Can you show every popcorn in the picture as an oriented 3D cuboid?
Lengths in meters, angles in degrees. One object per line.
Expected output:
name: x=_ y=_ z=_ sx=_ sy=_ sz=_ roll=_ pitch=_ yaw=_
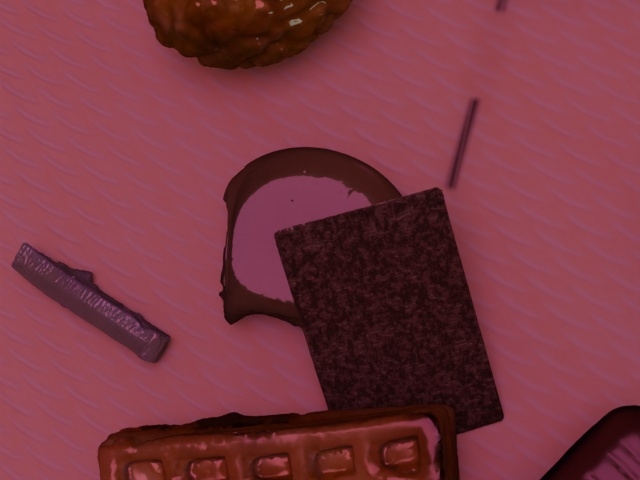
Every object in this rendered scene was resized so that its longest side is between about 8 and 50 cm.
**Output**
popcorn: x=-0.072 y=-0.270 z=1.428 sx=0.226 sy=0.203 sz=0.200 roll=6 pitch=69 yaw=30

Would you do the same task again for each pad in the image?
pad: x=0.065 y=0.080 z=1.371 sx=0.158 sy=0.003 sz=0.235 roll=-15 pitch=105 yaw=8

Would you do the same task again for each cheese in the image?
cheese: x=0.000 y=0.000 z=1.413 sx=0.202 sy=0.091 sz=0.175 roll=6 pitch=82 yaw=12

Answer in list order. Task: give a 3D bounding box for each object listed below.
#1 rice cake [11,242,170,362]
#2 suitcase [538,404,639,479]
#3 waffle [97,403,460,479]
rice cake: x=-0.224 y=0.058 z=1.475 sx=0.180 sy=0.030 sz=0.042 roll=32 pitch=91 yaw=15
suitcase: x=0.289 y=0.307 z=1.256 sx=0.236 sy=0.161 sz=0.297 roll=-45 pitch=75 yaw=-1
waffle: x=-0.033 y=0.263 z=1.353 sx=0.327 sy=0.098 sz=0.224 roll=-7 pitch=84 yaw=12
